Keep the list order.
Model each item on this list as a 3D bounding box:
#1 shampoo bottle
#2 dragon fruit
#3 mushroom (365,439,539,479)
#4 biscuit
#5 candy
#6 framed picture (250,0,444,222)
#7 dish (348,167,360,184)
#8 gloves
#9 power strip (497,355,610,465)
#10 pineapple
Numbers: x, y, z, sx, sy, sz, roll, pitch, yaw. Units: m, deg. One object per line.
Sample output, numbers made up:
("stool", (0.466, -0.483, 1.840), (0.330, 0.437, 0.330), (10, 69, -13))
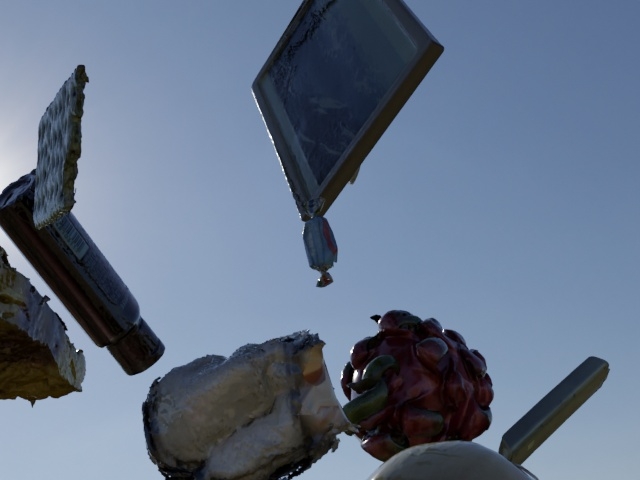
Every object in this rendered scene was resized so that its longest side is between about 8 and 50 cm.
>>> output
("shampoo bottle", (-0.344, 0.055, 1.270), (0.084, 0.129, 0.323), (-28, -65, 7))
("dragon fruit", (0.124, 0.198, 1.118), (0.198, 0.218, 0.273), (-7, 10, 4))
("mushroom", (0.129, 0.269, 0.722), (0.246, 0.246, 0.202), (-30, 12, 38))
("biscuit", (-0.273, -0.087, 0.914), (0.016, 0.144, 0.203), (5, -8, -27))
("candy", (0.001, 0.000, 0.783), (0.030, 0.083, 0.020), (-26, -25, 38))
("framed picture", (0.012, -0.205, 1.061), (0.022, 0.335, 0.247), (22, -62, -30))
("dish", (0.016, -0.195, 1.300), (0.081, 0.229, 0.229), (3, -25, -6))
("gloves", (-0.055, 0.136, 0.662), (0.153, 0.114, 0.070), (-18, -9, -14))
("power strip", (0.289, 0.228, 1.126), (0.252, 0.027, 0.060), (-31, -40, -32))
("pineapple", (-0.332, 0.094, 0.857), (0.135, 0.079, 0.233), (-4, -38, 8))
